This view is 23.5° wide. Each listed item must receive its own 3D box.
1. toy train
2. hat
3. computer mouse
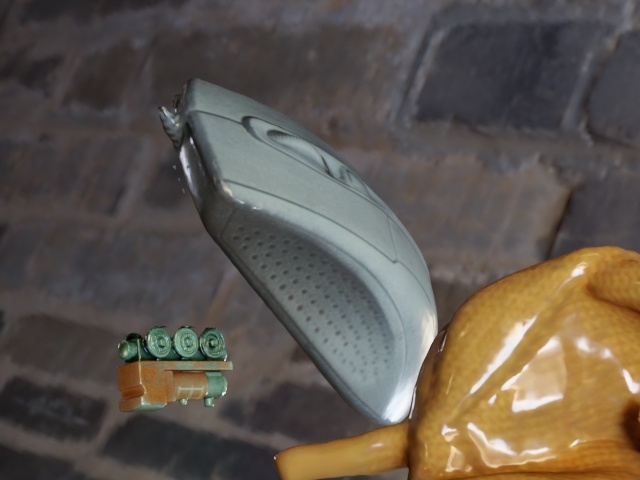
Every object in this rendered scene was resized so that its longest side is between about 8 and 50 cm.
[{"bbox_3d":[-0.113,0.101,1.210,0.103,0.064,0.044,4,164,-45],"label":"toy train"},{"bbox_3d":[0.097,0.104,0.575,0.233,0.244,0.233,6,146,2],"label":"hat"},{"bbox_3d":[0.000,0.000,1.256,0.371,0.122,0.188,49,-169,-36],"label":"computer mouse"}]
